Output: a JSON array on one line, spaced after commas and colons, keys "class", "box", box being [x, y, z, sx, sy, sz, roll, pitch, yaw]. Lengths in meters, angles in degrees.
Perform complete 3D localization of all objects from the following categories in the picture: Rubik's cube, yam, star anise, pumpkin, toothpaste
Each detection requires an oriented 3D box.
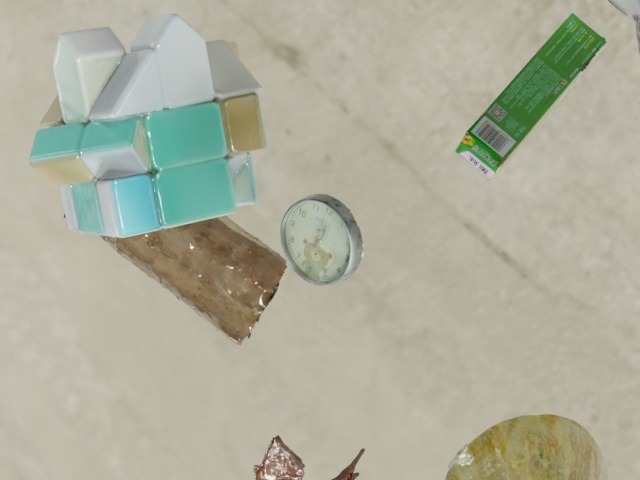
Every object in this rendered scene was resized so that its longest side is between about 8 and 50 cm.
[{"class": "Rubik's cube", "box": [-0.191, -0.121, 1.398, 0.224, 0.265, 0.213, 6, 108, 61]}, {"class": "yam", "box": [-0.159, 0.016, 1.670, 0.238, 0.129, 0.128, 35, -172, 1]}, {"class": "star anise", "box": [-0.008, 0.286, 1.414, 0.158, 0.144, 0.141, 135, 135, -64]}, {"class": "pumpkin", "box": [0.254, 0.327, 1.569, 0.110, 0.217, 0.217, -110, -5, -65]}, {"class": "toothpaste", "box": [0.187, -0.127, 1.167, 0.043, 0.178, 0.037, 38, 152, 7]}]

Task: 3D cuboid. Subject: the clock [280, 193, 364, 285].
[{"class": "clock", "box": [0.000, 0.000, 1.200, 0.085, 0.017, 0.085, 12, 112, 34]}]

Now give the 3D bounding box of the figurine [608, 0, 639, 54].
[{"class": "figurine", "box": [0.203, -0.223, 0.854, 0.266, 0.378, 0.361, 7, 168, -6]}]
